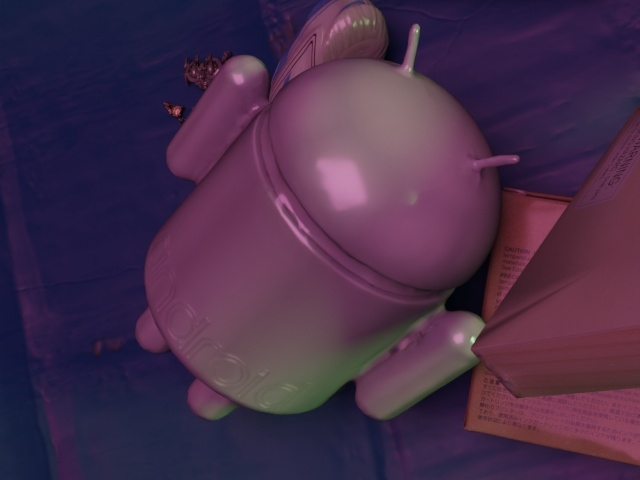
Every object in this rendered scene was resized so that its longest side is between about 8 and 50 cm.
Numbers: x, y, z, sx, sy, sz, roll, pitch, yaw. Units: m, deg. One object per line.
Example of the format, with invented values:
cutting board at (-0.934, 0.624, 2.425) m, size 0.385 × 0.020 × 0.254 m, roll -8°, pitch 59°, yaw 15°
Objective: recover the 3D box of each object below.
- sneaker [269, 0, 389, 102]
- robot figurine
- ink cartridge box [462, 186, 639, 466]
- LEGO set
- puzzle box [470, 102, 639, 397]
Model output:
sneaker at (-0.017, -0.109, 1.050) m, size 0.237 × 0.085 × 0.086 m, roll -61°, pitch 28°, yaw 10°
robot figurine at (0.000, 0.000, 0.917) m, size 0.300 × 0.200 × 0.353 m, roll 48°, pitch 124°, yaw 5°
ink cartridge box at (0.243, 0.072, 0.902) m, size 0.235 × 0.088 × 0.193 m, roll 10°, pitch 88°, yaw 21°
LEGO set at (-0.116, -0.149, 1.114) m, size 0.054 × 0.023 × 0.083 m, roll 27°, pitch 91°, yaw 22°
puzzle box at (0.291, -0.073, 0.739) m, size 0.052 × 0.272 × 0.409 m, roll 47°, pitch 62°, yaw -14°
